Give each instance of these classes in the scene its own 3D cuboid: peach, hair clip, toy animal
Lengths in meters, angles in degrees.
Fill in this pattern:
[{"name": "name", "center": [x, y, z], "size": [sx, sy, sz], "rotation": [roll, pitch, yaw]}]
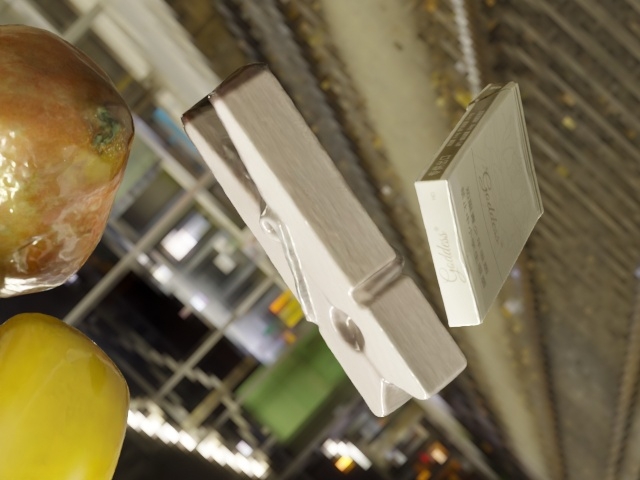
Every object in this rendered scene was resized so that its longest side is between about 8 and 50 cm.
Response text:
[{"name": "peach", "center": [-0.240, -0.063, 1.382], "size": [0.214, 0.214, 0.235], "rotation": [45, 146, -24]}, {"name": "hair clip", "center": [0.003, -0.002, 1.603], "size": [0.330, 0.085, 0.101], "rotation": [54, 143, -2]}, {"name": "toy animal", "center": [-0.333, 0.154, 1.303], "size": [0.345, 0.277, 0.247], "rotation": [23, 169, -19]}]

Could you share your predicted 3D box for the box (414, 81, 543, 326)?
[{"name": "box", "center": [0.114, -0.029, 1.279], "size": [0.198, 0.029, 0.109], "rotation": [-52, -49, -60]}]
